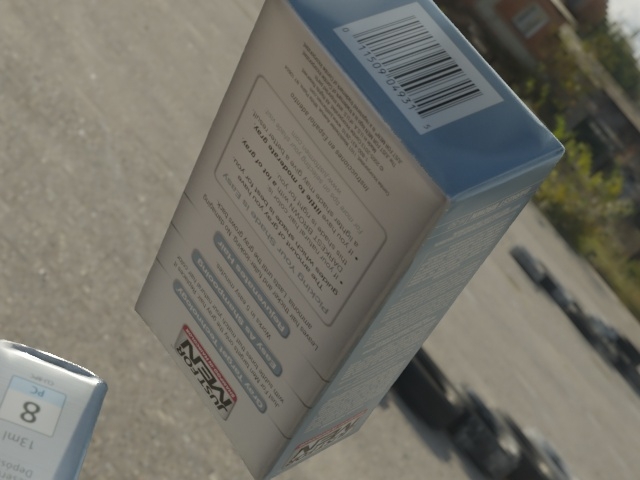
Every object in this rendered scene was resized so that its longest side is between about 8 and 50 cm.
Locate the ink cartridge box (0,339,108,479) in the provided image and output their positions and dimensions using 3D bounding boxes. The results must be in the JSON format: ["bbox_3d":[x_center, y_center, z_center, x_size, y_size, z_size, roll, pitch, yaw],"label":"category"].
[{"bbox_3d":[-0.254,0.296,0.820,0.091,0.308,0.385,23,40,-12],"label":"ink cartridge box"}]

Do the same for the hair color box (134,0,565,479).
[{"bbox_3d":[0.000,0.000,0.975,0.113,0.374,0.185,-23,67,-36],"label":"hair color box"}]
